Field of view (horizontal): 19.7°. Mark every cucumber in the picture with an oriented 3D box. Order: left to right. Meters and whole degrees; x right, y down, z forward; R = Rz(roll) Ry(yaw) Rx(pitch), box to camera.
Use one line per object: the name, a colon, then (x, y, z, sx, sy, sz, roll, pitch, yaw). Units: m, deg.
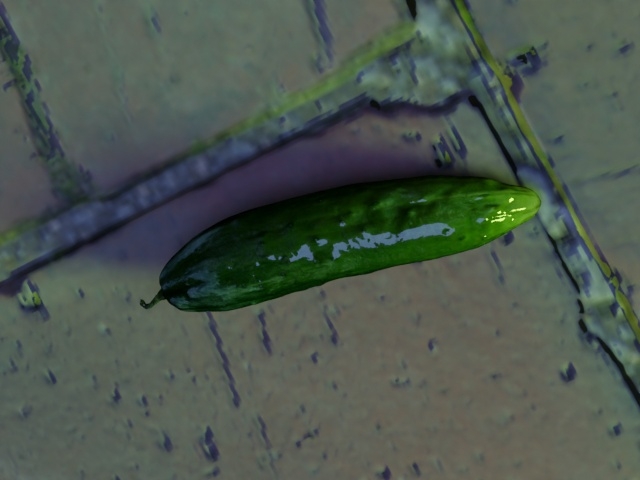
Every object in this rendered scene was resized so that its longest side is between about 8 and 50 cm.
cucumber: (0.000, 0.000, 0.697, 0.168, 0.039, 0.039, -13, 104, 20)
